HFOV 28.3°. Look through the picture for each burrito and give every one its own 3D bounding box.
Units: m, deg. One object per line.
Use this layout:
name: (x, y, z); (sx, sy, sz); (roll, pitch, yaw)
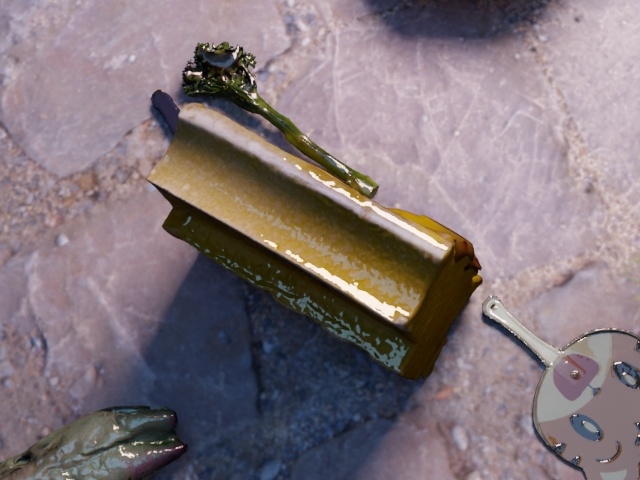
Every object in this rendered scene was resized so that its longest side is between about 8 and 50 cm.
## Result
burrito: (-0.275, 0.245, 1.239); (0.309, 0.066, 0.096); (-29, 77, -3)

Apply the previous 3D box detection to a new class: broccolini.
broccolini: (-0.040, -0.126, 1.354); (0.254, 0.071, 0.057); (38, 39, 9)

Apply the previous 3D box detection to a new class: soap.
soap: (0.000, 0.000, 1.190); (0.281, 0.259, 0.143); (32, 84, 16)

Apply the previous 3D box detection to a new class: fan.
fan: (0.248, 0.133, 1.250); (0.227, 0.008, 0.152); (39, 81, 15)

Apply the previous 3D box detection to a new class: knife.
knife: (-0.145, -0.121, 1.364); (0.031, 0.018, 0.121); (-39, 72, 1)
